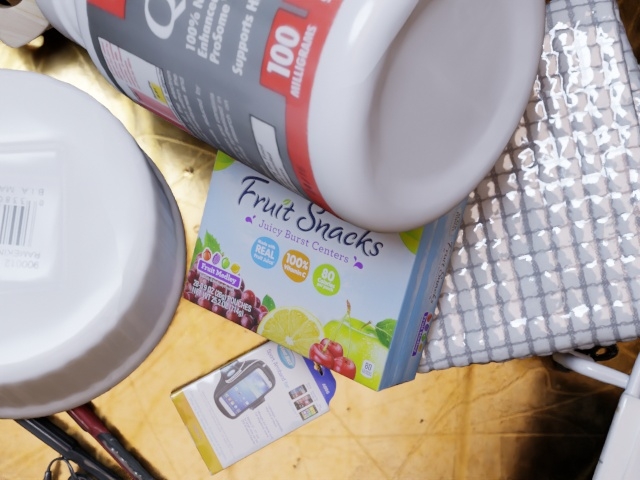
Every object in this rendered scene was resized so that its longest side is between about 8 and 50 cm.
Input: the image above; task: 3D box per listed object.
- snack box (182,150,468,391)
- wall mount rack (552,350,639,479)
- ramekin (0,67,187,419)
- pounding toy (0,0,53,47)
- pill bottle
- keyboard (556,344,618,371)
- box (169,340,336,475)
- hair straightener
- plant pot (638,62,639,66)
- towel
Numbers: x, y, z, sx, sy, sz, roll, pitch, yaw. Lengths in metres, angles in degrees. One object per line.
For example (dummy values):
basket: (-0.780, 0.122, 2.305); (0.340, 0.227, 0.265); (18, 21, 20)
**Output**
snack box: (0.000, 0.000, 0.804); (0.207, 0.070, 0.175); (23, 104, 30)
wall mount rack: (0.321, 0.243, 0.870); (0.304, 0.130, 0.350); (19, 90, -2)
ramekin: (-0.249, -0.002, 0.791); (0.277, 0.135, 0.277); (1, 76, -4)
pounding toy: (-0.277, -0.263, 0.860); (0.269, 0.155, 0.154); (6, 115, 3)
pill bottle: (-0.043, -0.166, 0.709); (0.363, 0.210, 0.210); (30, 82, 36)
keyboard: (0.248, 0.067, 0.924); (0.180, 0.023, 0.108); (-3, 87, -6)
box: (-0.056, 0.140, 0.884); (0.136, 0.028, 0.081); (-27, 90, -10)
hair straightener: (-0.207, 0.202, 0.860); (0.089, 0.047, 0.230); (-45, 97, -7)
plant pot: (0.430, -0.051, 0.844); (0.271, 0.271, 0.255); (-17, 103, -7)
towel: (0.171, -0.044, 0.841); (0.235, 0.121, 0.284); (-14, 88, 15)
